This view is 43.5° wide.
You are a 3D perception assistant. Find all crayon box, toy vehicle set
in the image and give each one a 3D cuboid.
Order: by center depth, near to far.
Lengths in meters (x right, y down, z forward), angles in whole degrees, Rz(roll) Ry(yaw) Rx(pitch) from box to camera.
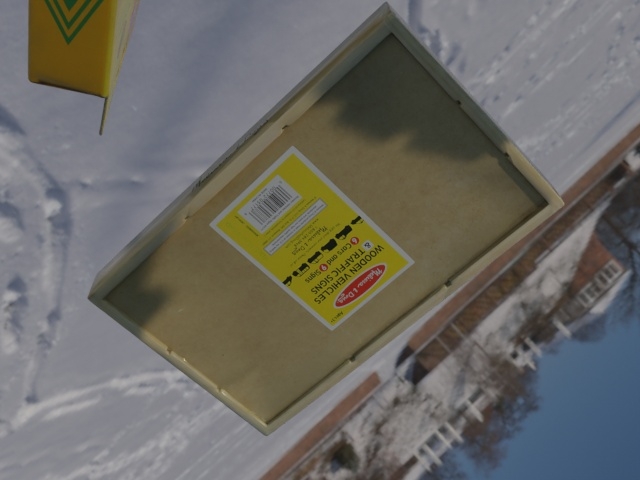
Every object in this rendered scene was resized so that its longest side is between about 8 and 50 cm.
[{"bbox_3d":[0.000,0.000,0.523,0.267,0.166,0.035,-40,-158,17],"label":"toy vehicle set"},{"bbox_3d":[-0.216,-0.286,0.769,0.202,0.081,0.318,-90,-166,-44],"label":"crayon box"}]
